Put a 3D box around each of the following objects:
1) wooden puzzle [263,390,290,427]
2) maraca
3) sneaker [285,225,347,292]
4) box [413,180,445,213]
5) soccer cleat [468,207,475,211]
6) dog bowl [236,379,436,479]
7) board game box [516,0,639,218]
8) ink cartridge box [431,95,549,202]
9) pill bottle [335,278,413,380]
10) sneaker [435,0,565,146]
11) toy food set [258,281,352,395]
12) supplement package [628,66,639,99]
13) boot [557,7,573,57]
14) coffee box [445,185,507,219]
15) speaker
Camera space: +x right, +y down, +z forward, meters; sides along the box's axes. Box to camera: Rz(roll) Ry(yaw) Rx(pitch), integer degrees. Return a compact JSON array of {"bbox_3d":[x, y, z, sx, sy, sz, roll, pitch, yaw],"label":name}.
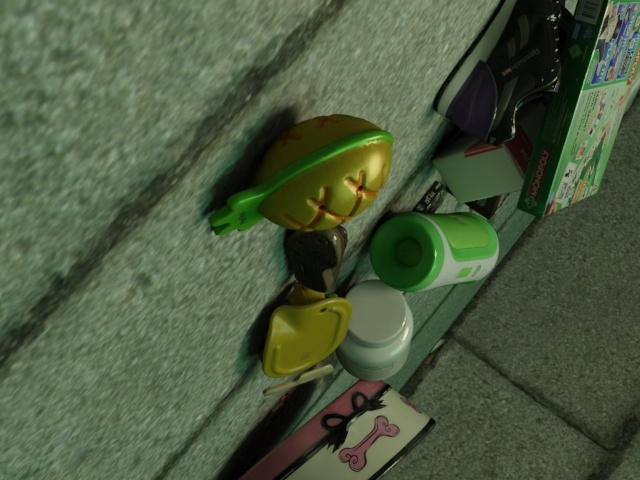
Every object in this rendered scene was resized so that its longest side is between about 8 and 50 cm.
[{"bbox_3d":[-0.076,0.297,1.765,0.049,0.006,0.083,-39,160,-46],"label":"wooden puzzle"},{"bbox_3d":[-0.016,-0.053,0.934,0.185,0.099,0.127,-27,166,-5],"label":"maraca"},{"bbox_3d":[0.000,0.000,1.211,0.188,0.066,0.071,104,9,-69],"label":"sneaker"},{"bbox_3d":[0.183,-0.058,1.726,0.067,0.018,0.083,-51,166,-11],"label":"box"},{"bbox_3d":[0.349,-0.111,2.067,0.196,0.068,0.076,-46,161,-56],"label":"soccer cleat"},{"bbox_3d":[0.003,0.396,1.806,0.408,0.150,0.408,-38,172,-7],"label":"dog bowl"},{"bbox_3d":[0.386,-0.201,1.456,0.213,0.046,0.317,-19,128,-53],"label":"board game box"},{"bbox_3d":[0.302,-0.162,1.576,0.218,0.092,0.158,-46,-160,-31],"label":"ink cartridge box"},{"bbox_3d":[0.085,0.145,1.663,0.131,0.131,0.229,-50,166,-14],"label":"pill bottle"},{"bbox_3d":[0.282,-0.256,1.350,0.283,0.124,0.107,-57,166,11],"label":"sneaker"},{"bbox_3d":[-0.034,0.119,1.368,0.128,0.071,0.218,-20,150,-22],"label":"toy food set"},{"bbox_3d":[0.541,-0.267,2.138,0.262,0.145,0.204,-50,166,-15],"label":"supplement package"},{"bbox_3d":[0.294,-0.253,1.511,0.178,0.085,0.236,-44,176,3],"label":"boot"},{"bbox_3d":[0.334,-0.174,1.774,0.246,0.098,0.141,-50,167,-13],"label":"coffee box"},{"bbox_3d":[0.190,0.015,1.638,0.131,0.131,0.296,-58,157,17],"label":"speaker"}]
